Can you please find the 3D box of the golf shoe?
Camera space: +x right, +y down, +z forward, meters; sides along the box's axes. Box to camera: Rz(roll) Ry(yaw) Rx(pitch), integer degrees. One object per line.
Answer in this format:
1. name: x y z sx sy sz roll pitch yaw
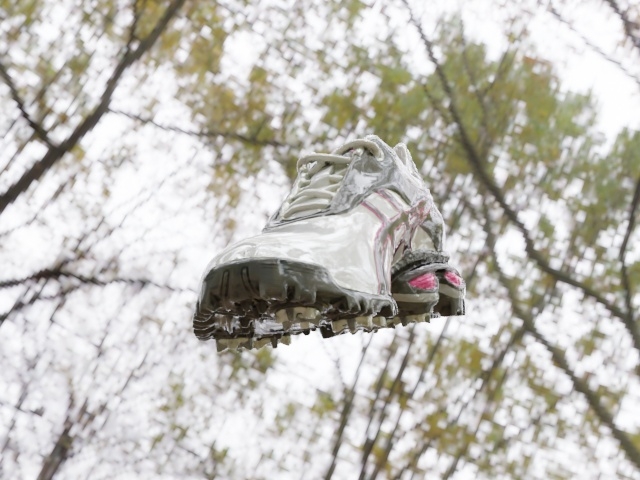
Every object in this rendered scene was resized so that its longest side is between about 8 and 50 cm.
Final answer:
1. golf shoe: 0.000 0.000 0.757 0.105 0.120 0.273 -10 -3 21
